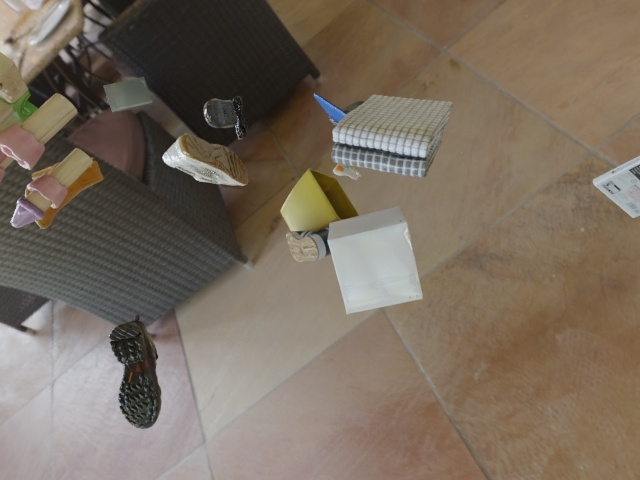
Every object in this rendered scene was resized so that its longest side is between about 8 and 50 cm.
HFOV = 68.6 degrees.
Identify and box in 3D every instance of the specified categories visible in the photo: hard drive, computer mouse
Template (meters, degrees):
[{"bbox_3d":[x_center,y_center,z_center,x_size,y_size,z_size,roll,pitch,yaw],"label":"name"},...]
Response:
[{"bbox_3d":[-0.645,-0.490,1.581,0.135,0.022,0.094,-19,88,-16],"label":"hard drive"},{"bbox_3d":[-0.421,-0.534,2.020,0.072,0.272,0.188,-4,97,25],"label":"computer mouse"}]

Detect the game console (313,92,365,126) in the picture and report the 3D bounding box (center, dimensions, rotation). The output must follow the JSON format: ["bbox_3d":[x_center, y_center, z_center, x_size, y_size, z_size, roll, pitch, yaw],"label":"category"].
[{"bbox_3d":[0.158,-0.446,1.676,0.250,0.173,0.293,-34,59,-23],"label":"game console"}]

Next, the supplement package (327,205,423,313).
[{"bbox_3d":[0.135,0.047,1.182,0.194,0.203,0.149,-13,18,7],"label":"supplement package"}]

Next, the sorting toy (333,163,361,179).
[{"bbox_3d":[0.089,-0.215,1.438,0.045,0.075,0.083,-54,-2,27],"label":"sorting toy"}]

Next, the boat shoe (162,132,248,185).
[{"bbox_3d":[-0.298,-0.198,1.236,0.096,0.277,0.098,-24,69,22],"label":"boat shoe"}]

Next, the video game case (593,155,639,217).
[{"bbox_3d":[0.780,-0.138,1.110,0.173,0.190,0.022,-35,37,44],"label":"video game case"}]

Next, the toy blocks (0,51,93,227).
[{"bbox_3d":[-0.605,-0.168,0.790,0.260,0.309,0.288,-56,8,-21],"label":"toy blocks"}]

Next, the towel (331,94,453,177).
[{"bbox_3d":[0.179,-0.259,1.157,0.235,0.121,0.284,12,36,20],"label":"towel"}]

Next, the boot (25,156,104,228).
[{"bbox_3d":[-0.798,-0.168,1.488,0.211,0.104,0.295,-19,45,-12],"label":"boot"}]

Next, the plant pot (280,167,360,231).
[{"bbox_3d":[-0.010,-0.096,1.636,0.187,0.212,0.212,-37,71,21],"label":"plant pot"}]

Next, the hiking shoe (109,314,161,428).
[{"bbox_3d":[-0.366,0.270,0.975,0.086,0.114,0.227,-5,97,1],"label":"hiking shoe"}]

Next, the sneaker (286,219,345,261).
[{"bbox_3d":[0.000,0.000,1.474,0.153,0.099,0.282,-20,10,-20],"label":"sneaker"}]
